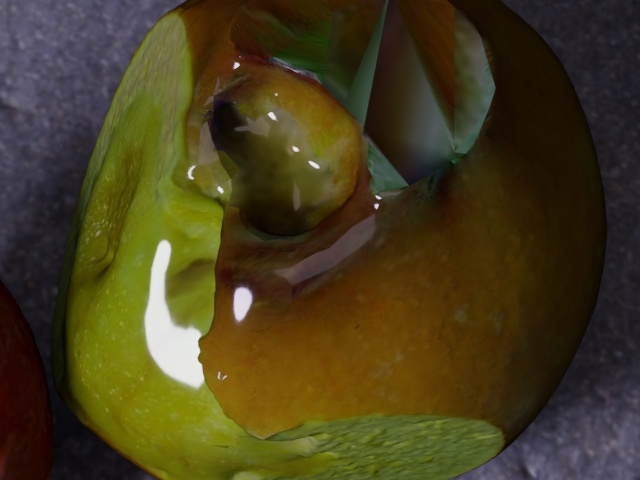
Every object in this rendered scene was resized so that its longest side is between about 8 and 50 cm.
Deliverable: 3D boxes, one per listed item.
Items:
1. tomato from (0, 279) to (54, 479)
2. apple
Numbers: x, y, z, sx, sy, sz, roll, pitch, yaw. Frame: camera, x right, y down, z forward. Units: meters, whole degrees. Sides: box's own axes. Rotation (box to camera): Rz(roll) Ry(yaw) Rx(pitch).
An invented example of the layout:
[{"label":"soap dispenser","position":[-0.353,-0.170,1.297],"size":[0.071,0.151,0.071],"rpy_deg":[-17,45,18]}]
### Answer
[{"label":"tomato","position":[-0.258,0.115,0.983],"size":[0.170,0.309,0.309],"rpy_deg":[8,71,28]},{"label":"apple","position":[0.000,0.000,1.019],"size":[0.384,0.374,0.374],"rpy_deg":[-36,78,-13]}]
